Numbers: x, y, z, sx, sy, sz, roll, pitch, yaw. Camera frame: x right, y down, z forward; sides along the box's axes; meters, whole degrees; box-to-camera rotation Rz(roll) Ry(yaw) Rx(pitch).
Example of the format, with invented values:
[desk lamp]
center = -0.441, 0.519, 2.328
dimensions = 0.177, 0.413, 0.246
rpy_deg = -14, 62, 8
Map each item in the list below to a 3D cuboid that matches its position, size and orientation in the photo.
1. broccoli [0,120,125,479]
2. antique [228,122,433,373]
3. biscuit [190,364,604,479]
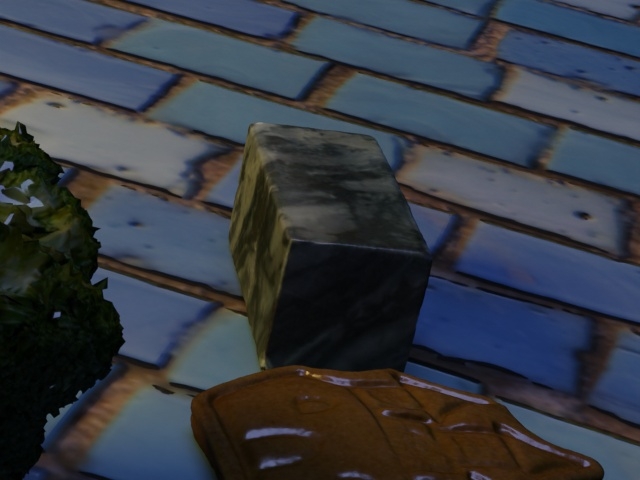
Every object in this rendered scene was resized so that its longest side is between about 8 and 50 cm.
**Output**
[broccoli]
center = -0.246, 0.020, 0.707
dimensions = 0.304, 0.283, 0.321
rpy_deg = -23, 21, -1
[antique]
center = 0.000, 0.000, 1.058
dimensions = 0.086, 0.088, 0.183
rpy_deg = 7, 26, -14
[biscuit]
center = 0.049, 0.117, 0.901
dimensions = 0.215, 0.034, 0.182
rpy_deg = 2, 28, -20
